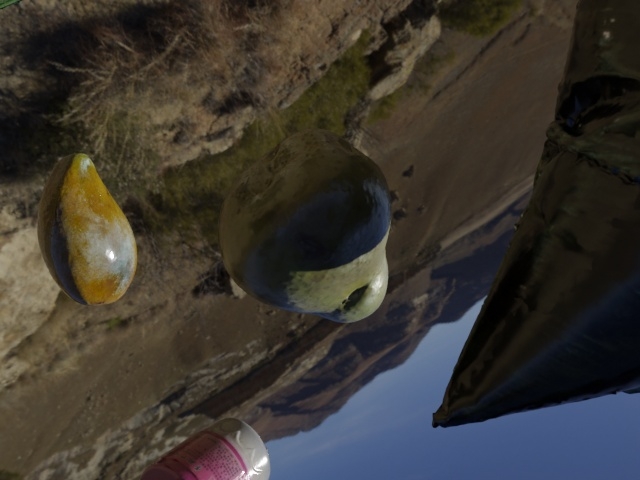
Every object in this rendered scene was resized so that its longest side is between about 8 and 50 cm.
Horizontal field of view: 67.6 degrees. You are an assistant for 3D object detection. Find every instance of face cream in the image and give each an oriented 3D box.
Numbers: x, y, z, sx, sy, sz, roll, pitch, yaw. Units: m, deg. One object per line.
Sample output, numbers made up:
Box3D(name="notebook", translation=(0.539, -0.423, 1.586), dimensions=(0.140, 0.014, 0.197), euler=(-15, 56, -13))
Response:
Box3D(name="face cream", translation=(-0.218, 0.463, 0.926), dimensions=(0.175, 0.175, 0.194), euler=(-41, 168, 32))

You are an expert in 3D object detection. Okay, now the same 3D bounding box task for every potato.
Box3D(name="potato", translation=(0.000, 0.000, 0.430), dimensions=(0.157, 0.157, 0.194), euler=(-33, 130, 2))

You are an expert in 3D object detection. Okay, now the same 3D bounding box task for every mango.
Box3D(name="mango", translation=(-0.466, -0.014, 0.962), dimensions=(0.146, 0.317, 0.193), euler=(5, -155, 13))

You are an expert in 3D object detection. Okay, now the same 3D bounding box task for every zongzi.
Box3D(name="zongzi", translation=(0.258, 0.021, 0.339), dimensions=(0.362, 0.383, 0.319), euler=(-60, -163, 6))

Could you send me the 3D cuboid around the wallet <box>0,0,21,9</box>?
Box3D(name="wallet", translation=(-0.347, -0.289, 0.454), dimensions=(0.160, 0.055, 0.236), euler=(-18, -170, 7))
